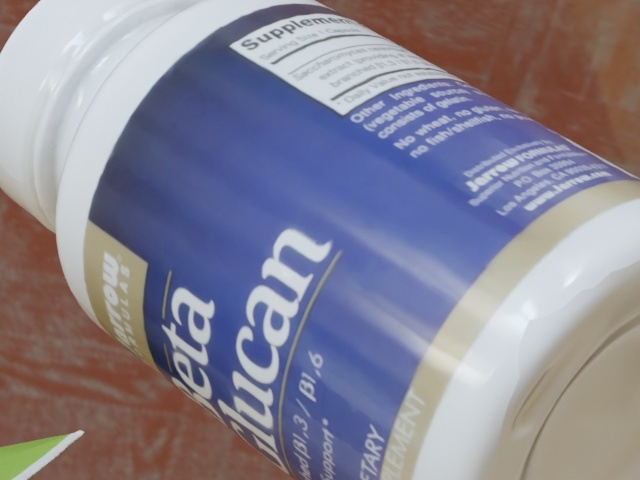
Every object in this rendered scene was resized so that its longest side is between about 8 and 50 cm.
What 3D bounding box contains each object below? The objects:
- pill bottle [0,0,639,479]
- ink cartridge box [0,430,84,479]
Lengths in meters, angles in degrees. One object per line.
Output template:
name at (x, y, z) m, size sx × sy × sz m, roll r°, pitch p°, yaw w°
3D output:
pill bottle at (0.000, 0.000, 0.412) m, size 0.094 × 0.169 × 0.094 m, roll -30°, pitch 137°, yaw -33°
ink cartridge box at (-0.220, 0.155, 0.666) m, size 0.255 × 0.189 × 0.097 m, roll -13°, pitch 93°, yaw 8°
